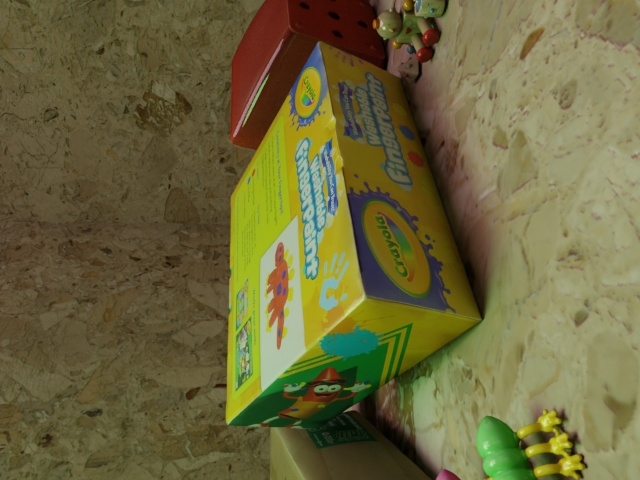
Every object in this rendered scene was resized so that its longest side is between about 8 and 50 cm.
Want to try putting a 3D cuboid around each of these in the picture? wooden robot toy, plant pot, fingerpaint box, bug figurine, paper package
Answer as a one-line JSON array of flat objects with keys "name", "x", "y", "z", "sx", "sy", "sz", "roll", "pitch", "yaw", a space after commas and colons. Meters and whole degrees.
[{"name": "wooden robot toy", "x": 0.111, "y": -0.286, "z": 0.631, "sx": 0.173, "sy": 0.078, "sz": 0.076, "roll": 102, "pitch": 165, "yaw": -53}, {"name": "plant pot", "x": -0.015, "y": -0.333, "z": 0.928, "sx": 0.236, "sy": 0.267, "sz": 0.267, "roll": 125, "pitch": 147, "yaw": -49}, {"name": "fingerpaint box", "x": 0.000, "y": 0.000, "z": 0.722, "sx": 0.371, "sy": 0.163, "sz": 0.445, "roll": -51, "pitch": 35, "yaw": 41}, {"name": "bug figurine", "x": 0.154, "y": 0.272, "z": 0.383, "sx": 0.216, "sy": 0.072, "sz": 0.279, "roll": -99, "pitch": 13, "yaw": -44}, {"name": "paper package", "x": 0.036, "y": 0.445, "z": 0.694, "sx": 0.325, "sy": 0.168, "sz": 0.310, "roll": 175, "pitch": 96, "yaw": -74}]
